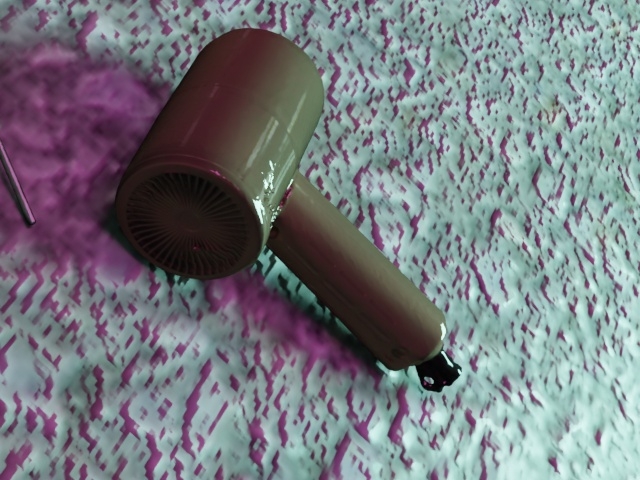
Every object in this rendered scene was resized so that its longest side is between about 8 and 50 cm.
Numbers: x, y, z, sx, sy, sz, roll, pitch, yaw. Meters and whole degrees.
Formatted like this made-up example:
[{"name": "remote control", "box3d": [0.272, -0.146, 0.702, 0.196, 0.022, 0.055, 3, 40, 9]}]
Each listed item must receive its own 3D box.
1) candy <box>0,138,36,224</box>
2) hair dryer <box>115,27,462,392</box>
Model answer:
[{"name": "candy", "box3d": [-0.127, -0.044, 0.536, 0.023, 0.025, 0.083, -23, 86, -22]}, {"name": "hair dryer", "box3d": [0.000, 0.000, 0.598, 0.182, 0.064, 0.117, 46, 37, -19]}]
